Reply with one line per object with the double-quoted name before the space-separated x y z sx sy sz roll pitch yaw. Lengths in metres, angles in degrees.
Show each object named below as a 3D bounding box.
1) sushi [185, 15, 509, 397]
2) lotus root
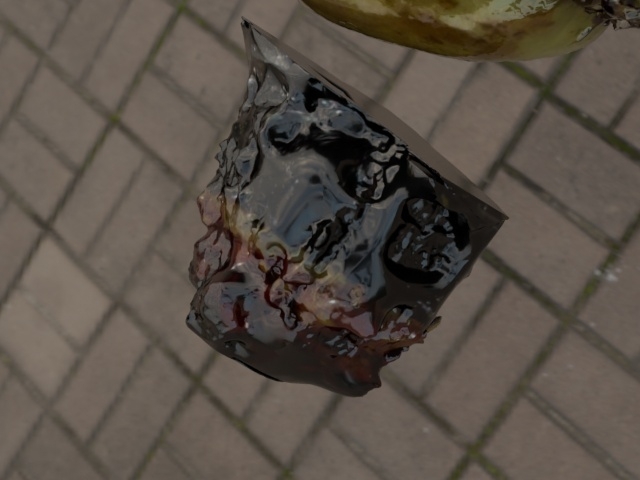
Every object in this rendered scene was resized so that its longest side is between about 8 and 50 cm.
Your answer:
"sushi" 0.000 0.000 0.793 0.150 0.153 0.172 -54 48 9
"lotus root" 0.053 -0.181 0.725 0.314 0.169 0.141 17 52 24
